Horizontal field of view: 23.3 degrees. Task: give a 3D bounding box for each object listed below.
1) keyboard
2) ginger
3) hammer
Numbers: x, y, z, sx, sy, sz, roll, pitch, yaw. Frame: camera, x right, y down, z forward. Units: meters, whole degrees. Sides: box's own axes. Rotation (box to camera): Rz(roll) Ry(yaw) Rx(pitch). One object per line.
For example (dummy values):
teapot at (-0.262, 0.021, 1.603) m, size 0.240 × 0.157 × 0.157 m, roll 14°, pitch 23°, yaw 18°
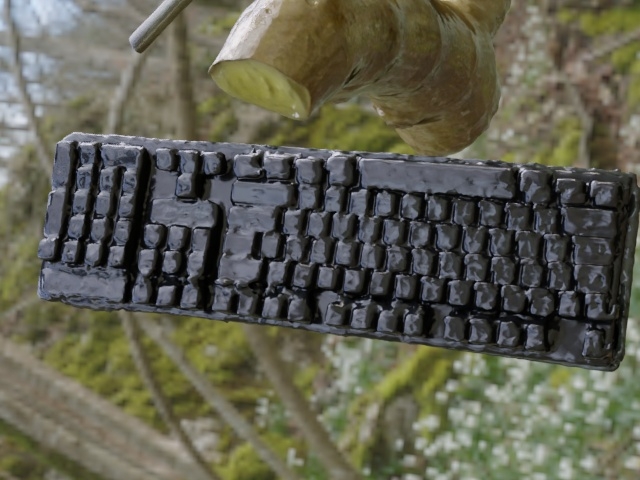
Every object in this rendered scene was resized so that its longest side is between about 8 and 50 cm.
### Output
keyboard at (0.000, 0.000, 0.576) m, size 0.023 × 0.231 × 0.072 m, roll 17°, pitch -101°, yaw -71°
ginger at (0.034, -0.094, 0.796) m, size 0.299 × 0.065 × 0.118 m, roll -12°, pitch -69°, yaw -66°
hammer at (-0.077, -0.196, 1.092) m, size 0.017 × 0.182 × 0.062 m, roll 13°, pitch -133°, yaw -48°
